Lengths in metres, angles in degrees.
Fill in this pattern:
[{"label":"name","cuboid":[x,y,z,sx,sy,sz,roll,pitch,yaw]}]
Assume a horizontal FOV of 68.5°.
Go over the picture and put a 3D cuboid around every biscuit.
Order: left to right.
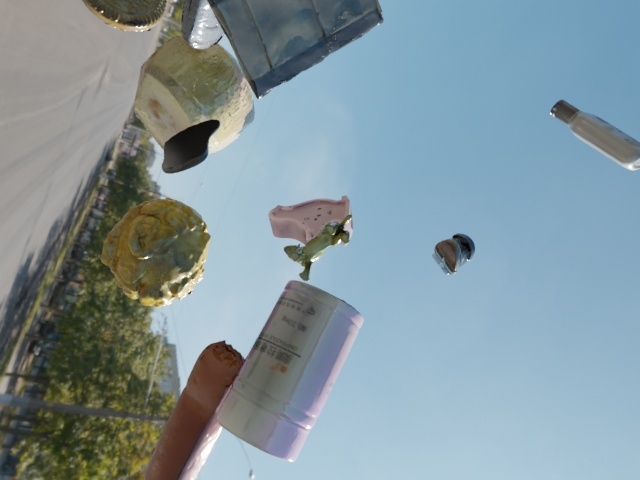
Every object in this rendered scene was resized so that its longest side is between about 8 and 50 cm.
[{"label":"biscuit","cuboid":[-0.542,-0.693,1.294,0.079,0.259,0.259,-15,-122,54]}]

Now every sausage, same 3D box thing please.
[{"label":"sausage","cuboid":[-0.237,0.350,0.899,0.097,0.094,0.348,29,-86,22]}]

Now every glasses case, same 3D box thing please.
[{"label":"glasses case","cuboid":[-0.209,-0.513,0.932,0.109,0.067,0.282,-34,161,-45]}]

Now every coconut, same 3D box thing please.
[{"label":"coconut","cuboid":[-0.311,-0.371,1.202,0.254,0.297,0.297,-47,-171,-33]}]

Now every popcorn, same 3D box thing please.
[{"label":"popcorn","cuboid":[-0.368,0.029,1.066,0.190,0.250,0.250,9,-100,54]}]

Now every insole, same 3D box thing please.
[{"label":"insole","cuboid":[-0.226,-0.173,0.829,0.309,0.110,0.012,-116,-171,-63]}]

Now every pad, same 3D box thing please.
[{"label":"pad","cuboid":[-0.029,-0.327,0.643,0.233,0.174,0.022,-35,-142,-9]}]

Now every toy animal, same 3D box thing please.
[{"label":"toy animal","cuboid":[0.000,0.000,1.038,0.181,0.073,0.136,-42,-170,7]}]

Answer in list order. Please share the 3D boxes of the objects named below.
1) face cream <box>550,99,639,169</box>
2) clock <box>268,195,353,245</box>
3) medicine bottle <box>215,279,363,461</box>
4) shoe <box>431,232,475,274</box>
[{"label":"face cream","cuboid":[0.786,-0.305,1.333,0.291,0.144,0.071,52,-48,34]},{"label":"clock","cuboid":[-0.034,-0.038,1.512,0.290,0.275,0.080,-86,169,-61]},{"label":"medicine bottle","cuboid":[-0.048,0.210,0.780,0.254,0.152,0.152,-61,-159,-17]},{"label":"shoe","cuboid":[0.466,0.042,1.605,0.137,0.114,0.291,-34,167,4]}]
